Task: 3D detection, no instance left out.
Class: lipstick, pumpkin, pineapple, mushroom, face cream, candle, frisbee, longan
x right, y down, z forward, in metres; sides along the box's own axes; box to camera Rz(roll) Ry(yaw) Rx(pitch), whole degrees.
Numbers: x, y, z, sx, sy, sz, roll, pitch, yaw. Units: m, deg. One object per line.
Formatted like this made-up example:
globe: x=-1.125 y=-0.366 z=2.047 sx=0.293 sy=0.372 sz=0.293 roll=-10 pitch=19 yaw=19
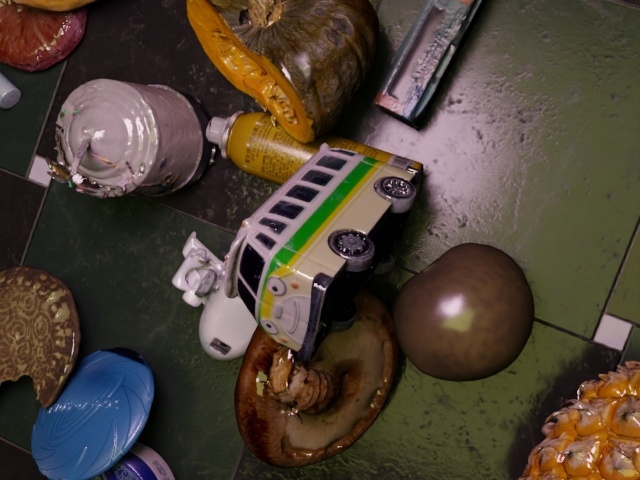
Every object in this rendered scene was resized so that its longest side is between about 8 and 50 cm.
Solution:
lipstick: x=-0.604 y=-0.302 z=1.474 sx=0.158 sy=0.048 sz=0.048 roll=43 pitch=98 yaw=10
pumpkin: x=-0.039 y=-0.326 z=1.238 sx=0.232 sy=0.242 sz=0.325 roll=-41 pitch=63 yaw=-11
pineapple: x=0.437 y=0.336 z=1.091 sx=0.352 sy=0.352 sz=0.300 roll=38 pitch=87 yaw=11
mushroom: x=-0.011 y=0.197 z=1.220 sx=0.163 sy=0.278 sz=0.297 roll=29 pitch=94 yaw=35
face cream: x=-0.341 y=0.438 z=1.368 sx=0.206 sy=0.111 sz=0.205 roll=0 pitch=89 yaw=14
candle: x=-0.303 y=-0.152 z=1.265 sx=0.188 sy=0.330 sz=0.187 roll=2 pitch=96 yaw=17
frisbee: x=-0.380 y=0.276 z=1.346 sx=0.242 sy=0.045 sz=0.242 roll=-16 pitch=48 yaw=19
longan: x=0.213 y=0.109 z=1.204 sx=0.212 sy=0.198 sz=0.198 roll=-25 pitch=82 yaw=-25
face cream: x=-0.017 y=-0.126 z=1.306 sx=0.349 sy=0.105 sz=0.104 roll=19 pitch=93 yaw=12

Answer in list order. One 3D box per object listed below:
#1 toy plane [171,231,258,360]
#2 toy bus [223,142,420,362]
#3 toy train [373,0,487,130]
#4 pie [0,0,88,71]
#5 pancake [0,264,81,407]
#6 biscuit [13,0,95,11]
toy plane: x=-0.102 y=0.074 z=1.314 sx=0.267 sy=0.122 sz=0.266 roll=0 pitch=98 yaw=-2
toy bus: x=0.000 y=0.000 z=1.119 sx=0.179 sy=0.305 sz=0.143 roll=25 pitch=133 yaw=14
toy train: x=0.208 y=-0.372 z=1.267 sx=0.089 sy=0.086 sz=0.409 roll=28 pitch=95 yaw=14
pie: x=-0.514 y=-0.404 z=1.451 sx=0.219 sy=0.054 sz=0.204 roll=40 pitch=96 yaw=11
pancake: x=-0.532 y=0.180 z=1.424 sx=0.288 sy=0.033 sz=0.286 roll=-47 pitch=65 yaw=8
biscuit: x=-0.419 y=-0.589 z=1.388 sx=0.446 sy=0.104 sz=0.429 roll=-33 pitch=84 yaw=-1
